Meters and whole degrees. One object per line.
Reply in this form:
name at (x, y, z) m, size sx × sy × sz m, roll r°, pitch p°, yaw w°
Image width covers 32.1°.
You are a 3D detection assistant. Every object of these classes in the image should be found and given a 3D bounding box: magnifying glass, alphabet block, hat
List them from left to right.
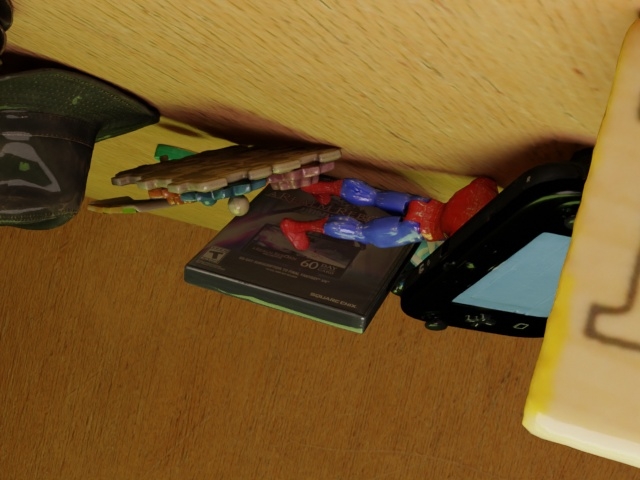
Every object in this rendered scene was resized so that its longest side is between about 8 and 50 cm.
hat at (-0.336, -0.076, 1.184) m, size 0.332 × 0.133 × 0.331 m, roll -3°, pitch 171°, yaw -1°
magnifying glass at (-0.122, -0.091, 1.516) m, size 0.231 × 0.026 × 0.092 m, roll 14°, pitch 176°, yaw 20°
alphabet block at (0.224, 0.027, 0.523) m, size 0.197 × 0.193 × 0.192 m, roll 15°, pitch 175°, yaw 19°

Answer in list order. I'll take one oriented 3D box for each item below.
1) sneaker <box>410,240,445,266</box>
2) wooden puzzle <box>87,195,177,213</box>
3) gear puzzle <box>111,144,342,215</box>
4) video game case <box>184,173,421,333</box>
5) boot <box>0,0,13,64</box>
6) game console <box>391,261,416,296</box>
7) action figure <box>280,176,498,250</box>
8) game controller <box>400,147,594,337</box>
sneaker at (0.169, 0.010, 1.365) m, size 0.088 × 0.092 × 0.228 m, roll 15°, pitch -164°, yaw -17°
wooden puzzle at (-0.202, -0.037, 1.197) m, size 0.079 × 0.014 × 0.116 m, roll 6°, pitch -168°, yaw 39°
gear puzzle at (-0.128, -0.065, 1.202) m, size 0.176 × 0.044 × 0.339 m, roll -16°, pitch -167°, yaw -28°
video game case at (0.000, 0.000, 1.214) m, size 0.196 × 0.026 × 0.274 m, roll 15°, pitch -149°, yaw 15°
boot at (-0.310, -0.151, 0.905) m, size 0.115 × 0.112 × 0.305 m, roll 5°, pitch 178°, yaw -13°
game console at (0.219, 0.020, 1.697) m, size 0.250 × 0.173 × 0.293 m, roll -26°, pitch 150°, yaw 35°
action figure at (0.109, -0.004, 1.094) m, size 0.280 × 0.091 × 0.139 m, roll 3°, pitch 153°, yaw 45°
game controller at (0.185, 0.020, 0.895) m, size 0.167 × 0.067 × 0.319 m, roll 18°, pitch 156°, yaw -10°
